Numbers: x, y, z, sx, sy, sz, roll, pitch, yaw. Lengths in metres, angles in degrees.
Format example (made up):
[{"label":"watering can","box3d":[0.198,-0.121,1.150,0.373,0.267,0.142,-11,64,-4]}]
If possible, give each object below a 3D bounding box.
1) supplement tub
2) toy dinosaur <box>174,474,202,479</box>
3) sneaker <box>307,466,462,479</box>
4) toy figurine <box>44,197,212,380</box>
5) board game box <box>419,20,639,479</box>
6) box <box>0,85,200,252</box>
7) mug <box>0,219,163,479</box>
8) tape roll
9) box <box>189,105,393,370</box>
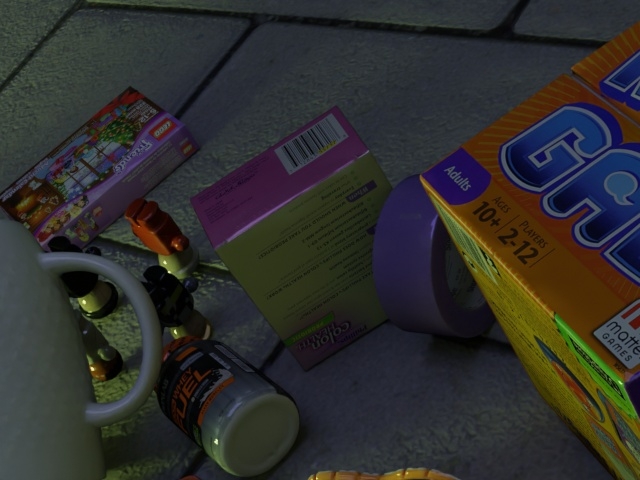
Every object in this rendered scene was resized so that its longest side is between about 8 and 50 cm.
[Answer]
[{"label":"supplement tub","box3d":[-0.121,0.193,1.649,0.117,0.117,0.190,-44,40,-13]},{"label":"toy dinosaur","box3d":[-0.178,0.301,1.620,0.082,0.090,0.047,-46,46,36]},{"label":"sneaker","box3d":[0.081,0.291,1.452,0.215,0.084,0.083,-9,58,31]},{"label":"toy figurine","box3d":[-0.262,0.074,1.856,0.213,0.148,0.209,-25,46,7]},{"label":"board game box","box3d":[0.378,0.039,1.281,0.356,0.356,0.356,-35,39,-3]},{"label":"box","box3d":[-0.356,-0.106,2.162,0.293,0.057,0.201,-42,41,-11]},{"label":"mug","box3d":[-0.374,0.141,1.652,0.374,0.276,0.328,-11,85,7]},{"label":"tape roll","box3d":[0.145,0.017,1.594,0.080,0.189,0.189,4,52,36]},{"label":"box","box3d":[0.000,0.000,1.666,0.214,0.243,0.117,-33,39,1]}]
